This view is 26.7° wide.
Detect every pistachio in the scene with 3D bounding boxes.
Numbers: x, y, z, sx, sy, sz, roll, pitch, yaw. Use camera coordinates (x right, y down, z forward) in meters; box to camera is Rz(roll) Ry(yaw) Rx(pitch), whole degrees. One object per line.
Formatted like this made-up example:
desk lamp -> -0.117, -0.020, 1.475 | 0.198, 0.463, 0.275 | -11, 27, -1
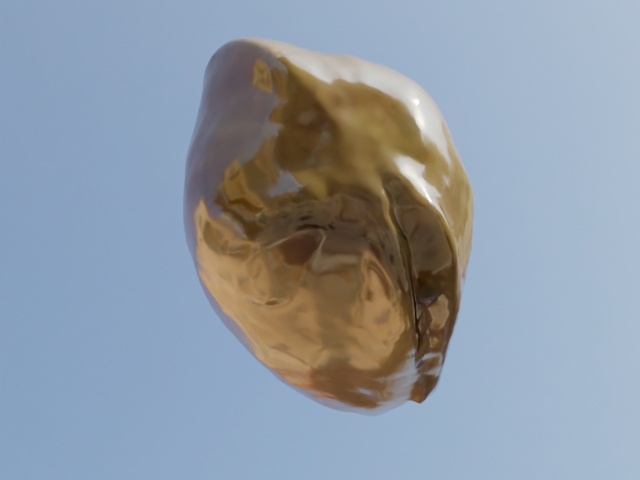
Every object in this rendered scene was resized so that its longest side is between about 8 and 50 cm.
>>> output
pistachio -> 0.000, 0.000, 0.808 | 0.162, 0.213, 0.261 | -25, -29, -19
